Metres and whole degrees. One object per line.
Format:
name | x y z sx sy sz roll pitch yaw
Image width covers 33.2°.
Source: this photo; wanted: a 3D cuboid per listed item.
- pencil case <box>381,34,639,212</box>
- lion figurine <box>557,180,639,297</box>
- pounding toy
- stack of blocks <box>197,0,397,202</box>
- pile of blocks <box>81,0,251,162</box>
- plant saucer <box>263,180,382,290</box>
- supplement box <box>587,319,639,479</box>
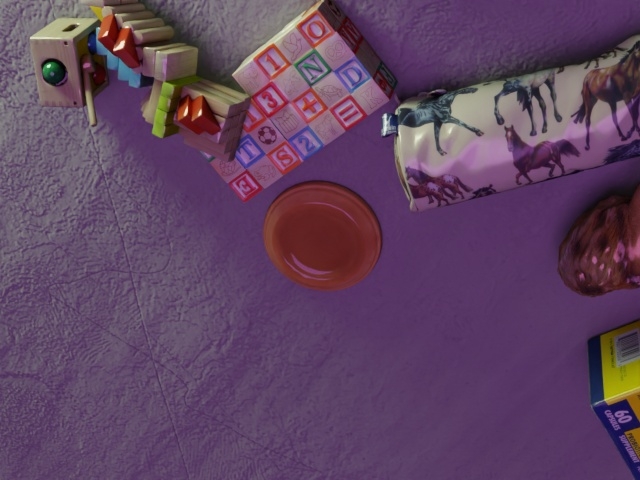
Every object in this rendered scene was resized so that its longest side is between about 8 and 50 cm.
pencil case | 0.300 -0.172 1.536 0.411 0.160 0.183 -14 86 18
lion figurine | 0.535 0.015 1.531 0.392 0.142 0.240 24 97 39
pounding toy | -0.374 -0.260 1.651 0.100 0.141 0.130 3 117 11
stack of blocks | -0.054 -0.211 1.636 0.297 0.087 0.171 -34 105 26
pile of blocks | -0.264 -0.253 1.588 0.362 0.113 0.149 47 120 8
plant saucer | 0.000 0.000 1.763 0.200 0.037 0.199 5 117 10
supplement box | 0.614 0.211 1.645 0.357 0.195 0.194 -26 109 23
